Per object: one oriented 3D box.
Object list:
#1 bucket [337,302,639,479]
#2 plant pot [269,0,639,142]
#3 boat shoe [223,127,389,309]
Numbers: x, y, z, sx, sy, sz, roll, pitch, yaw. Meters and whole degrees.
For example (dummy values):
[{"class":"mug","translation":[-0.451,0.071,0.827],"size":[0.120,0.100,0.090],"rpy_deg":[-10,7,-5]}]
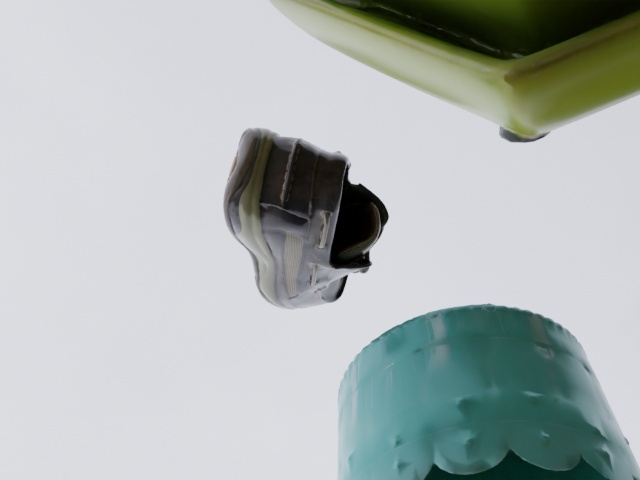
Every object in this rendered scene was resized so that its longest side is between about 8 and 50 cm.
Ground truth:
[{"class":"bucket","translation":[0.140,0.203,0.914],"size":[0.281,0.281,0.183],"rpy_deg":[21,-143,-22]},{"class":"plant pot","translation":[0.081,-0.172,0.364],"size":[0.228,0.227,0.207],"rpy_deg":[-24,-61,-16]},{"class":"boat shoe","translation":[0.000,0.000,1.109],"size":[0.130,0.355,0.132],"rpy_deg":[9,-105,14]}]
